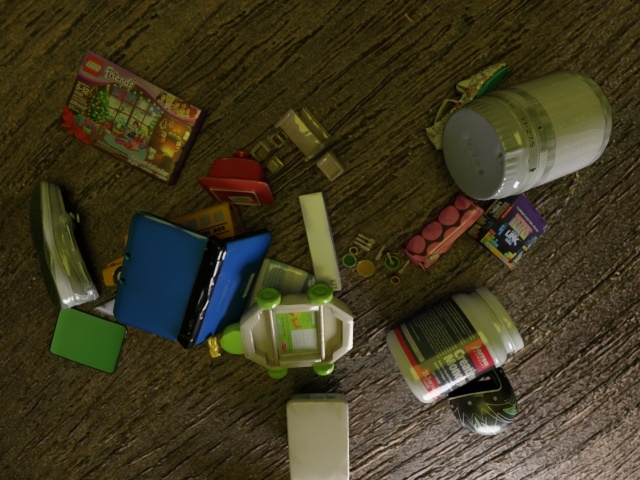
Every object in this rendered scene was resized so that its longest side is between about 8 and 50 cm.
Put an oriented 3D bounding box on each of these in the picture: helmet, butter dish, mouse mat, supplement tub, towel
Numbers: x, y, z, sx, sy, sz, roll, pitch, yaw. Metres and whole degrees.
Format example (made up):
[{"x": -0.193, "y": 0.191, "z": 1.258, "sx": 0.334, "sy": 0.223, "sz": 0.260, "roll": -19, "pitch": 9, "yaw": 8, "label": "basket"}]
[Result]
[{"x": 0.399, "y": 0.394, "z": 1.001, "sx": 0.170, "sy": 0.161, "sz": 0.169, "roll": 8, "pitch": 130, "yaw": 9, "label": "helmet"}, {"x": -0.191, "y": -0.155, "z": 0.961, "sx": 0.160, "sy": 0.160, "sz": 0.118, "roll": 3, "pitch": 77, "yaw": 2, "label": "butter dish"}, {"x": -0.630, "y": 0.270, "z": 1.100, "sx": 0.190, "sy": 0.007, "sz": 0.152, "roll": 20, "pitch": 99, "yaw": -1, "label": "mouse mat"}, {"x": 0.316, "y": 0.248, "z": 0.982, "sx": 0.272, "sy": 0.191, "sz": 0.191, "roll": -31, "pitch": 98, "yaw": 6, "label": "supplement tub"}, {"x": -0.170, "y": 0.142, "z": 1.055, "sx": 0.285, "sy": 0.034, "sz": 0.209, "roll": 19, "pitch": 99, "yaw": -2, "label": "towel"}]

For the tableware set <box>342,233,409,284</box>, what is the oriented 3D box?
[{"x": 0.135, "y": 0.058, "z": 1.019, "sx": 0.154, "sy": 0.024, "sz": 0.104, "roll": 29, "pitch": 118, "yaw": 3, "label": "tableware set"}]

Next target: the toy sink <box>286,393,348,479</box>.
[{"x": -0.005, "y": 0.484, "z": 1.061, "sx": 0.153, "sy": 0.131, "sz": 0.233, "roll": -2, "pitch": 104, "yaw": 2, "label": "toy sink"}]

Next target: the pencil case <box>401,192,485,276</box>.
[{"x": 0.302, "y": -0.018, "z": 0.984, "sx": 0.095, "sy": 0.098, "sz": 0.209, "roll": 43, "pitch": 97, "yaw": -6, "label": "pencil case"}]

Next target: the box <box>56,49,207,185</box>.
[{"x": -0.450, "y": -0.288, "z": 0.974, "sx": 0.294, "sy": 0.057, "sz": 0.200, "roll": 27, "pitch": 99, "yaw": -3, "label": "box"}]

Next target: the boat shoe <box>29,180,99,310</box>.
[{"x": -0.641, "y": 0.009, "z": 1.014, "sx": 0.118, "sy": 0.103, "sz": 0.320, "roll": -4, "pitch": 98, "yaw": 42, "label": "boat shoe"}]

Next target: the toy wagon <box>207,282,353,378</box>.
[{"x": -0.095, "y": 0.224, "z": 0.984, "sx": 0.345, "sy": 0.068, "sz": 0.267, "roll": -4, "pitch": 124, "yaw": -3, "label": "toy wagon"}]

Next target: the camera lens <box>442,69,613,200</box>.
[{"x": 0.432, "y": -0.221, "z": 0.859, "sx": 0.275, "sy": 0.219, "sz": 0.219, "roll": -21, "pitch": 99, "yaw": -12, "label": "camera lens"}]

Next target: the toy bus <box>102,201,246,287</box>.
[{"x": -0.351, "y": 0.021, "z": 0.986, "sx": 0.333, "sy": 0.108, "sz": 0.130, "roll": -17, "pitch": 79, "yaw": 5, "label": "toy bus"}]

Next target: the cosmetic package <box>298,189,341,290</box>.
[{"x": 0.000, "y": 0.000, "z": 0.994, "sx": 0.061, "sy": 0.099, "sz": 0.238, "roll": -11, "pitch": 99, "yaw": 6, "label": "cosmetic package"}]

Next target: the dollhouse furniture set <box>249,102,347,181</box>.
[{"x": -0.044, "y": -0.203, "z": 0.981, "sx": 0.161, "sy": 0.101, "sz": 0.182, "roll": -37, "pitch": 98, "yaw": 32, "label": "dollhouse furniture set"}]

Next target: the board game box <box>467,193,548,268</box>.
[{"x": 0.449, "y": -0.026, "z": 0.964, "sx": 0.170, "sy": 0.048, "sz": 0.141, "roll": 30, "pitch": 103, "yaw": -37, "label": "board game box"}]

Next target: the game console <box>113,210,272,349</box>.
[{"x": -0.283, "y": 0.077, "z": 0.913, "sx": 0.173, "sy": 0.250, "sz": 0.293, "roll": 36, "pitch": 118, "yaw": 22, "label": "game console"}]

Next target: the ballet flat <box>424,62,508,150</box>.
[{"x": 0.331, "y": -0.321, "z": 0.943, "sx": 0.077, "sy": 0.091, "sz": 0.241, "roll": 39, "pitch": 95, "yaw": 20, "label": "ballet flat"}]

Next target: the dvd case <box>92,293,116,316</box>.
[{"x": -0.407, "y": 0.154, "z": 0.997, "sx": 0.222, "sy": 0.164, "sz": 0.018, "roll": -23, "pitch": 54, "yaw": 15, "label": "dvd case"}]
